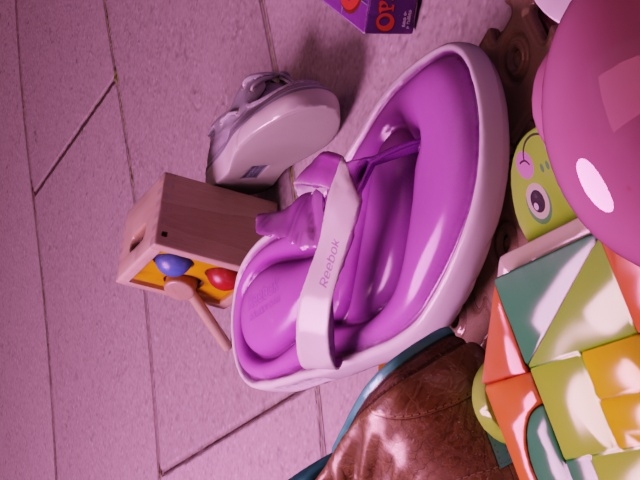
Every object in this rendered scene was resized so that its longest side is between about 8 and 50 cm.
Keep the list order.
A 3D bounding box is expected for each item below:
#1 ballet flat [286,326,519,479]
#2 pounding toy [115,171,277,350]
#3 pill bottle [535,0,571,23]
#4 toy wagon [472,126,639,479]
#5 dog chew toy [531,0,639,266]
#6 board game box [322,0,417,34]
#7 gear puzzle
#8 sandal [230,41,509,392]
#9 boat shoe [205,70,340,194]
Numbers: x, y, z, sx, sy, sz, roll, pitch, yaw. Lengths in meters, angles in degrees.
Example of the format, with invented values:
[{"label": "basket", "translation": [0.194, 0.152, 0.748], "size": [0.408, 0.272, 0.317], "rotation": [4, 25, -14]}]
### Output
[{"label": "ballet flat", "translation": [0.050, 0.172, 0.967], "size": [0.124, 0.116, 0.342], "rotation": [56, 150, 13]}, {"label": "pounding toy", "translation": [-0.111, 0.023, 1.316], "size": [0.141, 0.130, 0.100], "rotation": [142, 138, -58]}, {"label": "pill bottle", "translation": [0.168, -0.141, 0.675], "size": [0.087, 0.160, 0.087], "rotation": [18, 116, 42]}, {"label": "toy wagon", "translation": [0.159, 0.078, 0.700], "size": [0.267, 0.068, 0.344], "rotation": [-33, 76, 63]}, {"label": "dog chew toy", "translation": [0.216, -0.042, 0.456], "size": [0.331, 0.206, 0.207], "rotation": [7, 93, 43]}, {"label": "board game box", "translation": [0.001, -0.319, 1.176], "size": [0.347, 0.056, 0.208], "rotation": [-132, 40, -56]}, {"label": "gear puzzle", "translation": [0.108, 0.004, 0.948], "size": [0.339, 0.044, 0.175], "rotation": [117, 144, -45]}, {"label": "sandal", "translation": [0.003, 0.014, 0.998], "size": [0.416, 0.102, 0.169], "rotation": [130, 134, -55]}, {"label": "boat shoe", "translation": [-0.052, -0.103, 1.241], "size": [0.227, 0.079, 0.081], "rotation": [146, 119, -63]}]
